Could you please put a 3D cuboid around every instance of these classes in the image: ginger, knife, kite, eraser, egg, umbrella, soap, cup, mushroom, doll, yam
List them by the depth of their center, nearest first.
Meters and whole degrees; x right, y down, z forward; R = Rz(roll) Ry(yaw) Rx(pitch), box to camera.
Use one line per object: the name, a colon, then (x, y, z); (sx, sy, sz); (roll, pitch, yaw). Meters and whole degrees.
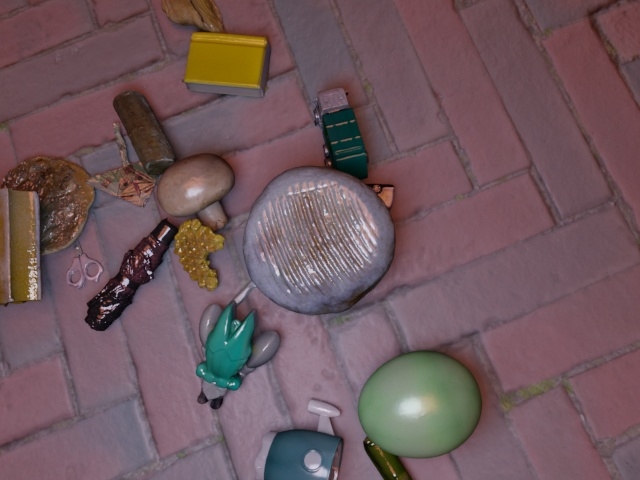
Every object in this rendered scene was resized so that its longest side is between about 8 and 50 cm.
egg: (0.215, 0.358, 1.056); (0.269, 0.220, 0.221); (-18, 78, 10)
cup: (-0.050, 0.501, 1.075); (0.173, 0.168, 0.300); (9, 52, 14)
doll: (-0.230, 0.256, 1.152); (0.258, 0.153, 0.195); (-42, 98, 11)
soap: (-0.817, 0.024, 1.188); (0.258, 0.143, 0.282); (-7, 84, 16)
mushroom: (-0.299, -0.113, 1.208); (0.203, 0.204, 0.205); (-1, 78, 3)
umbrella: (-0.471, 0.083, 1.212); (0.090, 0.094, 0.326); (39, 83, -18)
knife: (-0.170, 0.109, 1.231); (0.028, 0.015, 0.210); (40, 82, 17)
yam: (-0.460, -0.280, 1.267); (0.093, 0.093, 0.259); (-30, 69, -4)
kite: (-0.524, -0.202, 1.299); (0.229, 0.012, 0.250); (-20, 82, -12)
eraser: (-0.253, -0.486, 1.331); (0.225, 0.069, 0.158); (7, 77, 4)
ginger: (-0.362, -0.637, 1.364); (0.122, 0.115, 0.193); (-36, 86, 17)

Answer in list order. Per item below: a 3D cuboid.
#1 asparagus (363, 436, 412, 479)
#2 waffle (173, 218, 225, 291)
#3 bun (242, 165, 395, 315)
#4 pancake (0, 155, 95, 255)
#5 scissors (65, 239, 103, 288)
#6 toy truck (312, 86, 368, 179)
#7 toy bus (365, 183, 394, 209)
asparagus: (0.191, 0.565, 1.095); (0.060, 0.067, 0.278); (-28, 81, -31)
waffle: (-0.291, 0.031, 1.181); (0.149, 0.194, 0.051); (38, 43, 5)
bun: (0.000, 0.000, 1.133); (0.361, 0.211, 0.363); (0, 90, 16)
pancake: (-0.733, -0.095, 1.281); (0.281, 0.049, 0.283); (-1, 75, 5)
scissors: (-0.639, 0.032, 1.271); (0.100, 0.015, 0.189); (-21, 76, -3)
toy truck: (0.053, -0.269, 1.241); (0.113, 0.124, 0.254); (-14, 75, -3)
toy bus: (0.105, -0.110, 1.243); (0.171, 0.057, 0.073); (1, 82, 5)
